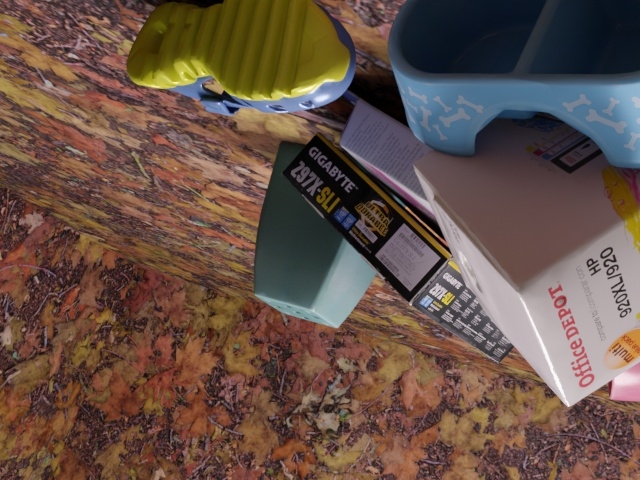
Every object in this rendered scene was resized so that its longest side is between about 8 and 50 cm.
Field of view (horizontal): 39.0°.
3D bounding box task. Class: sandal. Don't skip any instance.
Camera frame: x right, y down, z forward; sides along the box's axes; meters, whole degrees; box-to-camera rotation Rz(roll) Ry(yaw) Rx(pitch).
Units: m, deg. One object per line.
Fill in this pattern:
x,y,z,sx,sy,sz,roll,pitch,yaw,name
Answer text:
-0.068,-0.189,0.959,0.138,0.126,0.317,26,175,-42,sandal

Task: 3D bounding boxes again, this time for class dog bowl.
0.177,-0.145,0.662,0.297,0.166,0.074,9,153,41,dog bowl

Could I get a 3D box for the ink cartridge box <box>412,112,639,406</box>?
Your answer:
0.228,-0.022,0.720,0.171,0.232,0.168,58,180,-42,ink cartridge box

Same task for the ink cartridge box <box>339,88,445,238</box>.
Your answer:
0.162,-0.034,1.078,0.330,0.071,0.324,38,-179,39,ink cartridge box

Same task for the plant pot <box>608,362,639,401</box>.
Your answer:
0.514,0.137,1.318,0.180,0.201,0.201,1,163,14,plant pot

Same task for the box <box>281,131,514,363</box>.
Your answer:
0.118,0.017,1.161,0.257,0.079,0.322,44,-174,35,box

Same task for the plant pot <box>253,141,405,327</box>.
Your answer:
0.000,0.000,1.371,0.165,0.234,0.165,14,167,27,plant pot
